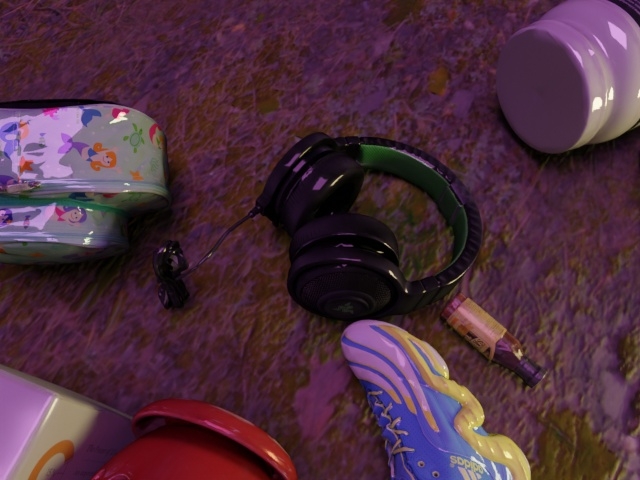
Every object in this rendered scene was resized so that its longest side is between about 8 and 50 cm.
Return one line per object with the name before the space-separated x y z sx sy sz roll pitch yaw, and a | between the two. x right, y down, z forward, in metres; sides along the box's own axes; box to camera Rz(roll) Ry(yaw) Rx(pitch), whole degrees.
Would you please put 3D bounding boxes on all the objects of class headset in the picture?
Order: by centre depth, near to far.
headset | 0.000 0.000 0.599 0.395 0.185 0.243 -10 57 -20

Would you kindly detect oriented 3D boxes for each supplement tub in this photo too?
supplement tub | 0.401 -0.244 0.652 0.272 0.191 0.191 -24 65 -10

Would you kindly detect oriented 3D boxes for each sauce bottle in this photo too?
sauce bottle | 0.199 0.115 0.562 0.042 0.042 0.128 -41 68 -17

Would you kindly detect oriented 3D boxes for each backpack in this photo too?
backpack | -0.307 -0.068 0.575 0.254 0.225 0.190 -11 86 -9

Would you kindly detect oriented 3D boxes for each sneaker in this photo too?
sneaker | 0.095 0.182 0.481 0.240 0.091 0.126 40 34 18

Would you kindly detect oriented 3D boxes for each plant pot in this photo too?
plant pot | -0.118 0.251 0.419 0.191 0.191 0.174 17 45 10

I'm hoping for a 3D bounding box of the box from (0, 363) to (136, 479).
box | -0.323 0.282 0.399 0.169 0.215 0.345 17 65 11
